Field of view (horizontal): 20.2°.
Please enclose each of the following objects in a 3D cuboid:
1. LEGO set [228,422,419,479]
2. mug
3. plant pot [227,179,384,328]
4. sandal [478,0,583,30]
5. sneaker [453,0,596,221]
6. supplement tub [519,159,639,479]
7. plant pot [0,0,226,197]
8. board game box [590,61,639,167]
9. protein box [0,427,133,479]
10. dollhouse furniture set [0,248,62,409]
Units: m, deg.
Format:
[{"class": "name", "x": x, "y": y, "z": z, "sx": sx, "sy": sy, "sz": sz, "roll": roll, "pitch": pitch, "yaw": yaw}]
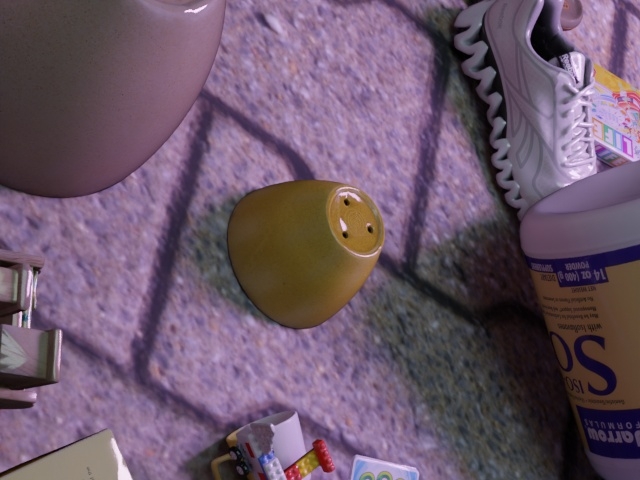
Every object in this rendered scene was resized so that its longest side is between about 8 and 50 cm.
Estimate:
[{"class": "LEGO set", "x": -0.011, "y": 0.250, "z": 1.437, "sx": 0.244, "sy": 0.060, "sz": 0.182, "roll": 19, "pitch": 77, "yaw": -37}, {"class": "mug", "x": -0.045, "y": 0.184, "z": 1.483, "sx": 0.062, "sy": 0.078, "sz": 0.064, "roll": -49, "pitch": 119, "yaw": -79}, {"class": "plant pot", "x": 0.000, "y": 0.000, "z": 1.579, "sx": 0.134, "sy": 0.095, "sz": 0.134, "roll": 20, "pitch": 58, "yaw": -35}, {"class": "sandal", "x": 0.234, "y": -0.275, "z": 1.973, "sx": 0.180, "sy": 0.049, "sz": 0.072, "roll": 8, "pitch": 64, "yaw": -41}, {"class": "sneaker", "x": 0.236, "y": -0.125, "z": 1.853, "sx": 0.110, "sy": 0.118, "sz": 0.292, "roll": -13, "pitch": 81, "yaw": -48}, {"class": "supplement tub", "x": 0.346, "y": 0.097, "z": 1.733, "sx": 0.241, "sy": 0.241, "sz": 0.331, "roll": -28, "pitch": 103, "yaw": -47}, {"class": "plant pot", "x": -0.185, "y": -0.200, "z": 1.433, "sx": 0.284, "sy": 0.191, "sz": 0.284, "roll": 21, "pitch": 56, "yaw": -35}, {"class": "board game box", "x": 0.319, "y": -0.137, "z": 2.002, "sx": 0.154, "sy": 0.026, "sz": 0.103, "roll": 25, "pitch": 55, "yaw": -33}, {"class": "protein box", "x": -0.212, "y": 0.264, "z": 1.214, "sx": 0.201, "sy": 0.136, "sz": 0.199, "roll": -22, "pitch": 87, "yaw": -48}, {"class": "dollhouse furniture set", "x": -0.220, "y": 0.021, "z": 1.289, "sx": 0.101, "sy": 0.161, "sz": 0.181, "roll": 13, "pitch": 73, "yaw": -40}]
